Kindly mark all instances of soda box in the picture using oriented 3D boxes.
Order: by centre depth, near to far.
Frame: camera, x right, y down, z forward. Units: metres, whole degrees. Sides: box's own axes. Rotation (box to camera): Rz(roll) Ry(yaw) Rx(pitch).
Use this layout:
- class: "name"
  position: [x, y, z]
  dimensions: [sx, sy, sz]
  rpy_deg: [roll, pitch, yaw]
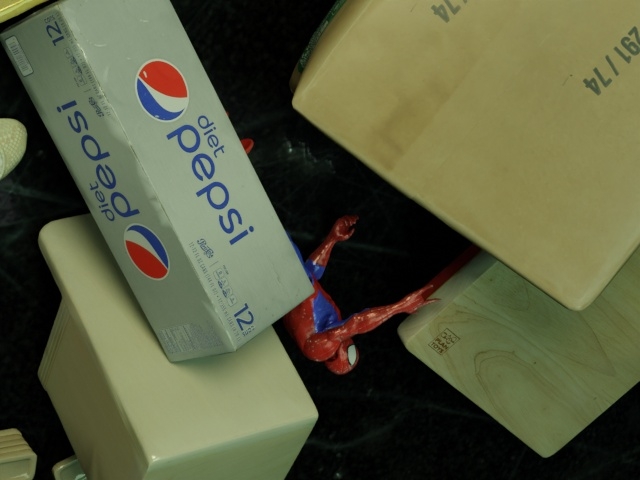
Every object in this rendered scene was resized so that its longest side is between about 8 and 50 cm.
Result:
- class: "soda box"
  position: [-0.121, -0.056, 1.293]
  dimensions: [0.098, 0.091, 0.286]
  rpy_deg: [-36, 104, -39]

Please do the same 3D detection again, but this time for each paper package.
- class: "paper package"
  position: [0.181, -0.160, 1.389]
  dimensions: [0.309, 0.168, 0.325]
  rpy_deg: [36, 97, -6]

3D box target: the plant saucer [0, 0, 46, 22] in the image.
- class: "plant saucer"
  position: [-0.266, -0.310, 1.162]
  dimensions: [0.332, 0.081, 0.333]
  rpy_deg: [-30, 125, -21]

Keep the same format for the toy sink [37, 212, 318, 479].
- class: "toy sink"
  position: [-0.133, 0.101, 1.400]
  dimensions: [0.152, 0.234, 0.131]
  rpy_deg: [-13, 148, -31]

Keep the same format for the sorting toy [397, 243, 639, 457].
- class: "sorting toy"
  position: [0.227, 0.048, 1.638]
  dimensions: [0.255, 0.089, 0.257]
  rpy_deg: [-42, 130, 10]

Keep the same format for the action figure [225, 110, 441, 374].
- class: "action figure"
  position: [0.000, 0.000, 1.483]
  dimensions: [0.139, 0.091, 0.280]
  rpy_deg: [-29, 126, -6]

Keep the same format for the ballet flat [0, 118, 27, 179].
- class: "ballet flat"
  position: [-0.288, -0.042, 1.291]
  dimensions: [0.168, 0.052, 0.057]
  rpy_deg: [-26, 124, -23]

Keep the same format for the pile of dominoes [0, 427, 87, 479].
- class: "pile of dominoes"
  position: [-0.281, 0.276, 1.473]
  dimensions: [0.196, 0.040, 0.251]
  rpy_deg: [-7, 124, -33]
